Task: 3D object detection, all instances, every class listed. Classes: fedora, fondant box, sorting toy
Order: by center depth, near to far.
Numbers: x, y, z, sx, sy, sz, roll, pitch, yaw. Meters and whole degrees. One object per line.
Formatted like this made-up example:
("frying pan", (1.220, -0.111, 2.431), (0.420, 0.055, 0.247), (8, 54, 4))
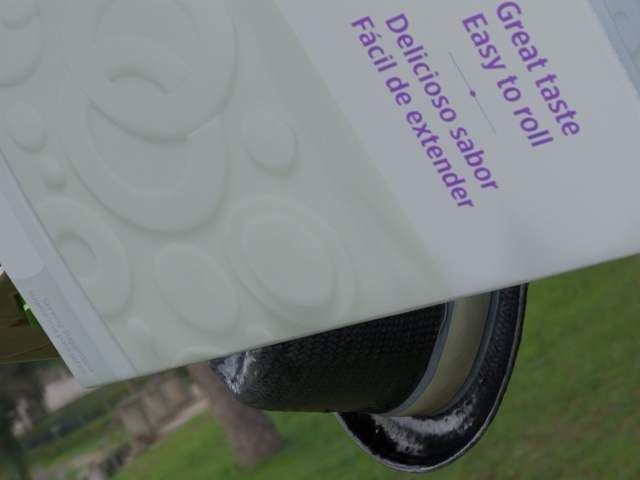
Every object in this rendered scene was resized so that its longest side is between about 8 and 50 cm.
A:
("fondant box", (-0.030, -0.088, 0.567), (0.330, 0.238, 0.096), (-18, 19, 44))
("fedora", (0.000, 0.000, 1.013), (0.152, 0.334, 0.334), (-8, -9, -28))
("sorting toy", (-0.244, 0.066, 1.310), (0.307, 0.041, 0.229), (-3, -25, -37))
